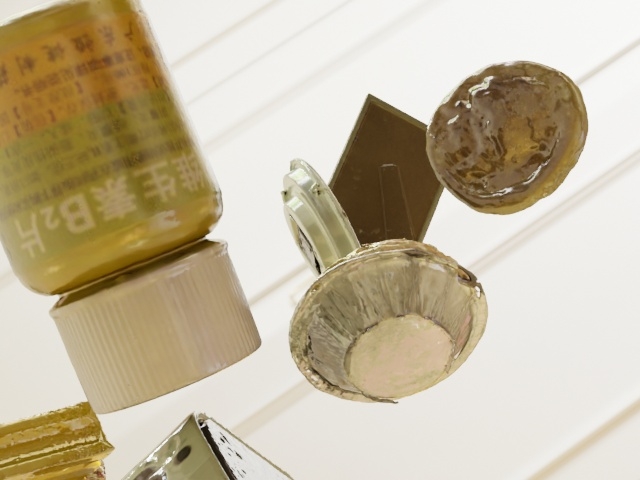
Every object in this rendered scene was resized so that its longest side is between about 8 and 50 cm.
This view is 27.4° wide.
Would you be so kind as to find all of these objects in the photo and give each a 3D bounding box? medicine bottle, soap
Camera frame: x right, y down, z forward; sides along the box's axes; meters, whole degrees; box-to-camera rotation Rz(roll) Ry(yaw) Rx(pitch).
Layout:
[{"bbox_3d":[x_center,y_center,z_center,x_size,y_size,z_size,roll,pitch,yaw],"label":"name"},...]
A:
[{"bbox_3d":[-0.214,-0.037,1.321,0.224,0.224,0.384,177,70,-80],"label":"medicine bottle"},{"bbox_3d":[-0.468,0.324,1.846,0.199,0.315,0.091,-45,64,54],"label":"soap"}]

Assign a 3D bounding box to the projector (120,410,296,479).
[{"bbox_3d":[-0.114,0.363,1.349,0.248,0.249,0.248,43,-176,-37],"label":"projector"}]

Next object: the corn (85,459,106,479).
[{"bbox_3d":[-0.373,0.411,2.037,0.098,0.098,0.289,78,179,-68],"label":"corn"}]

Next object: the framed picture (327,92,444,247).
[{"bbox_3d":[0.108,-0.091,2.111,0.184,0.250,0.016,26,162,-11],"label":"framed picture"}]

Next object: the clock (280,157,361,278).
[{"bbox_3d":[0.000,0.000,1.798,0.236,0.053,0.236,61,168,22],"label":"clock"}]

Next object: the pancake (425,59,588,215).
[{"bbox_3d":[0.257,-0.148,1.850,0.242,0.242,0.050,51,-168,31],"label":"pancake"}]

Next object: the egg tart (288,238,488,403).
[{"bbox_3d":[0.080,0.108,1.493,0.094,0.234,0.234,-104,-10,-51],"label":"egg tart"}]
